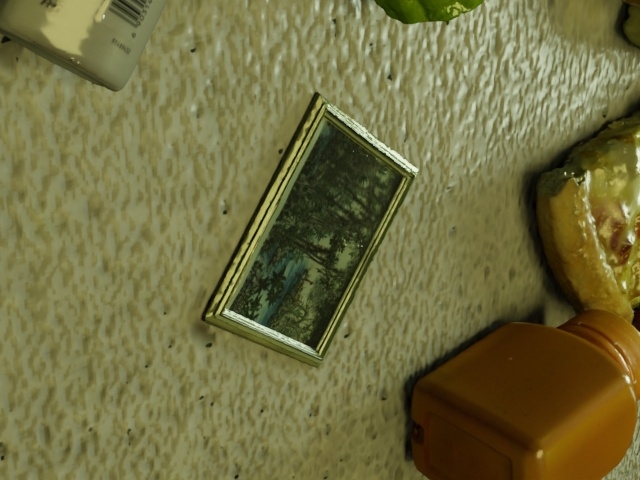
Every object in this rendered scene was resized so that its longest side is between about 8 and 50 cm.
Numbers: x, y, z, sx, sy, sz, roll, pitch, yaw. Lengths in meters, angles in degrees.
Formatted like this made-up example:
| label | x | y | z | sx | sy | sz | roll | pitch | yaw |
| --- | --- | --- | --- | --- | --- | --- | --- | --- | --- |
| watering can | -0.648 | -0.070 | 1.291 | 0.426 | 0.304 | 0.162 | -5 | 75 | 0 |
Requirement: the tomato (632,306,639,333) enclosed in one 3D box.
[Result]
| label | x | y | z | sx | sy | sz | roll | pitch | yaw |
| --- | --- | --- | --- | --- | --- | --- | --- | --- | --- |
| tomato | 0.423 | 0.097 | 1.118 | 0.228 | 0.199 | 0.112 | -23 | 123 | -47 |

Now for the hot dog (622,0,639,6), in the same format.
| label | x | y | z | sx | sy | sz | roll | pitch | yaw |
| --- | --- | --- | --- | --- | --- | --- | --- | --- | --- |
| hot dog | 0.308 | -0.324 | 0.896 | 0.073 | 0.084 | 0.242 | 2 | 107 | -47 |

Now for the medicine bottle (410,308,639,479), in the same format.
| label | x | y | z | sx | sy | sz | roll | pitch | yaw |
| --- | --- | --- | --- | --- | --- | --- | --- | --- | --- |
| medicine bottle | 0.205 | 0.153 | 0.959 | 0.222 | 0.149 | 0.112 | -26 | 127 | -35 |

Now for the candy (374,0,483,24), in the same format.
| label | x | y | z | sx | sy | sz | roll | pitch | yaw |
| --- | --- | --- | --- | --- | --- | --- | --- | --- | --- |
| candy | 0.050 | -0.242 | 0.670 | 0.097 | 0.097 | 0.209 | -44 | 127 | -23 |

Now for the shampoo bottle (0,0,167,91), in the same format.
| label | x | y | z | sx | sy | sz | roll | pitch | yaw |
| --- | --- | --- | --- | --- | --- | --- | --- | --- | --- |
| shampoo bottle | -0.096 | -0.200 | 0.562 | 0.086 | 0.056 | 0.227 | 26 | 89 | -46 |

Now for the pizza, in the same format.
| label | x | y | z | sx | sy | sz | roll | pitch | yaw |
| --- | --- | --- | --- | --- | --- | --- | --- | --- | --- |
| pizza | 0.324 | -0.062 | 1.038 | 0.288 | 0.075 | 0.280 | -57 | 138 | -9 |

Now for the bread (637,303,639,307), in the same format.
| label | x | y | z | sx | sy | sz | roll | pitch | yaw |
| --- | --- | --- | --- | --- | --- | --- | --- | --- | --- |
| bread | 0.424 | 0.031 | 1.175 | 0.074 | 0.084 | 0.139 | 28 | 88 | -50 |

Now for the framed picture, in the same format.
| label | x | y | z | sx | sy | sz | roll | pitch | yaw |
| --- | --- | --- | --- | --- | --- | --- | --- | --- | --- |
| framed picture | 0.000 | 0.000 | 0.784 | 0.142 | 0.011 | 0.183 | 31 | 85 | -48 |

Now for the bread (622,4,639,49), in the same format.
| label | x | y | z | sx | sy | sz | roll | pitch | yaw |
| --- | --- | --- | --- | --- | --- | --- | --- | --- | --- |
| bread | 0.387 | -0.338 | 0.974 | 0.138 | 0.077 | 0.361 | 5 | 104 | -47 |
